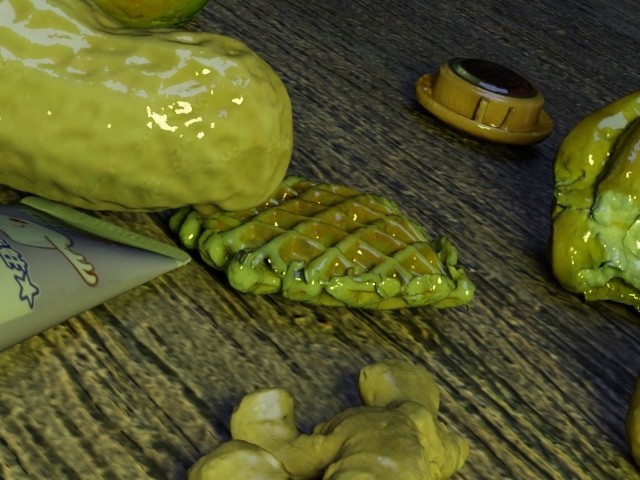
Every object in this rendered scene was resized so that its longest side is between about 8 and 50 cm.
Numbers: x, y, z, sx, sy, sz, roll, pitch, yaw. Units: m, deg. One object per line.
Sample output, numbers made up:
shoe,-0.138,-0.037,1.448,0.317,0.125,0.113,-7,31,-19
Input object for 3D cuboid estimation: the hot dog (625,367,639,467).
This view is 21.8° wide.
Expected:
hot dog,0.330,0.117,1.066,0.256,0.150,0.153,23,31,10

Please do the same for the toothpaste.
toothpaste,-0.195,0.025,0.949,0.125,0.080,0.371,20,13,13

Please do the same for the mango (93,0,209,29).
mango,-0.157,-0.251,1.576,0.125,0.111,0.233,39,14,15

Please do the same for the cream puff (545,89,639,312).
cream puff,0.289,-0.030,1.342,0.221,0.195,0.195,19,21,-12

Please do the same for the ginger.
ginger,0.011,0.116,0.901,0.149,0.065,0.259,18,24,1

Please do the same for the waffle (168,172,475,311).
waffle,0.000,0.000,1.175,0.214,0.054,0.208,7,22,-22

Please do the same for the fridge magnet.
fridge magnet,0.161,-0.136,1.629,0.143,0.063,0.143,15,24,-7

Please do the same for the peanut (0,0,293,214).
peanut,-0.171,-0.096,1.106,0.313,0.152,0.152,13,21,5
